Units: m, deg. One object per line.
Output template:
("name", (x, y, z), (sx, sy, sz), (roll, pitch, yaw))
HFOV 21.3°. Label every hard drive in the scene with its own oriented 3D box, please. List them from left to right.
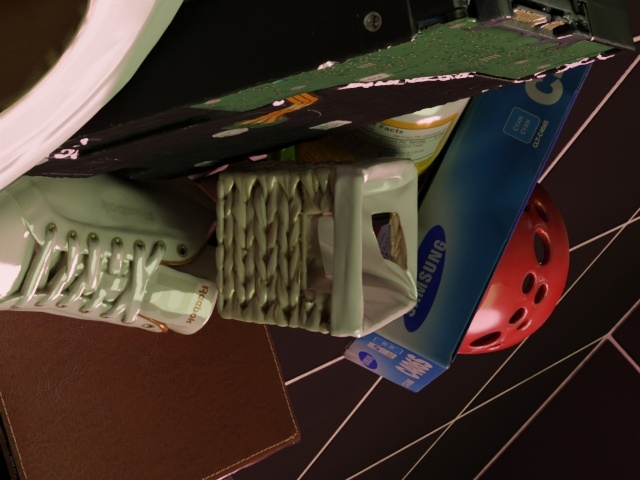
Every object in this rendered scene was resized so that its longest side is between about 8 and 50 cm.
("hard drive", (-0.014, -0.102, 0.985), (0.339, 0.064, 0.237), (-13, 176, 27))

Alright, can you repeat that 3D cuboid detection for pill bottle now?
("pill bottle", (0.048, -0.111, 1.265), (0.117, 0.117, 0.208), (-30, 160, -32))

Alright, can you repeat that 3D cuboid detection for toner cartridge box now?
("toner cartridge box", (0.130, -0.057, 1.358), (0.348, 0.075, 0.165), (-64, 179, -13))

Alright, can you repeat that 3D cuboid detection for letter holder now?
("letter holder", (-0.185, 0.102, 1.292), (0.152, 0.214, 0.302), (-14, -176, 36))

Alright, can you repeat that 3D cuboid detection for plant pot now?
("plant pot", (0.116, 0.014, 1.597), (0.191, 0.191, 0.174), (-47, 159, 20))

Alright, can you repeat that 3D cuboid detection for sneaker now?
("sneaker", (-0.137, 0.008, 1.130), (0.290, 0.123, 0.106), (-10, 131, -57))

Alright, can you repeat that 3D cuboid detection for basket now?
("basket", (0.000, 0.000, 1.171), (0.167, 0.103, 0.113), (-15, 107, -73))

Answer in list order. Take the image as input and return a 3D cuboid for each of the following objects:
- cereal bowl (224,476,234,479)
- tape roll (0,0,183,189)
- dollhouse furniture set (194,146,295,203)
("cereal bowl", (-0.241, 0.303, 1.627), (0.339, 0.141, 0.339), (-37, 163, -14))
("tape roll", (-0.188, -0.119, 0.779), (0.286, 0.100, 0.286), (-36, 162, -13))
("dollhouse furniture set", (-0.065, -0.080, 1.263), (0.076, 0.058, 0.152), (-24, 138, -24))
